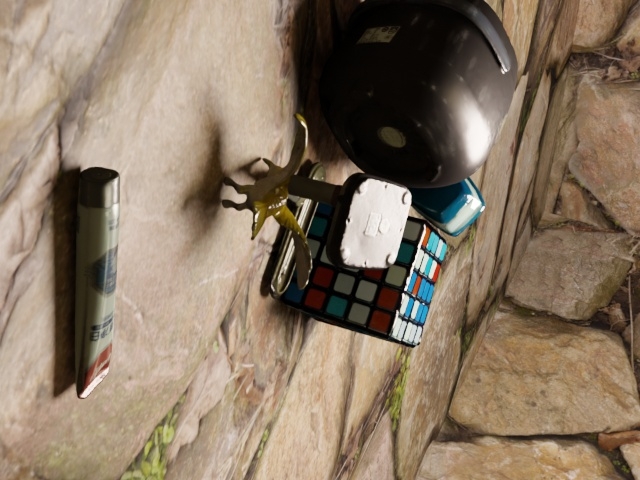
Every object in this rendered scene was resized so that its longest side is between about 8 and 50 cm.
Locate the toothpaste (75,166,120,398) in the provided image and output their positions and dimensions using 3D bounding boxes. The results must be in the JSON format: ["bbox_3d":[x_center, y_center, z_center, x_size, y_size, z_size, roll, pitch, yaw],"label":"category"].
[{"bbox_3d":[-0.216,0.044,0.958,0.062,0.039,0.239,-53,155,-60],"label":"toothpaste"}]

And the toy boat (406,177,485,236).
[{"bbox_3d":[0.143,-0.116,1.525,0.096,0.299,0.062,-47,132,8],"label":"toy boat"}]

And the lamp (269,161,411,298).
[{"bbox_3d":[-0.007,-0.002,1.302,0.124,0.283,0.203,11,94,-28],"label":"lamp"}]

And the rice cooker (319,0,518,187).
[{"bbox_3d":[0.133,-0.210,1.378,0.224,0.267,0.267,-57,155,-29],"label":"rice cooker"}]

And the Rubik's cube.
[{"bbox_3d":[0.071,0.050,1.520,0.182,0.187,0.184,32,73,-69],"label":"Rubik's cube"}]

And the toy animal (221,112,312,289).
[{"bbox_3d":[-0.070,-0.066,1.197,0.095,0.155,0.219,-12,124,-25],"label":"toy animal"}]
